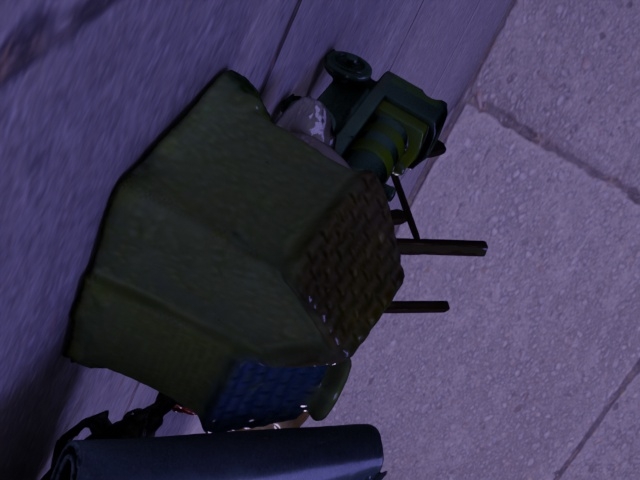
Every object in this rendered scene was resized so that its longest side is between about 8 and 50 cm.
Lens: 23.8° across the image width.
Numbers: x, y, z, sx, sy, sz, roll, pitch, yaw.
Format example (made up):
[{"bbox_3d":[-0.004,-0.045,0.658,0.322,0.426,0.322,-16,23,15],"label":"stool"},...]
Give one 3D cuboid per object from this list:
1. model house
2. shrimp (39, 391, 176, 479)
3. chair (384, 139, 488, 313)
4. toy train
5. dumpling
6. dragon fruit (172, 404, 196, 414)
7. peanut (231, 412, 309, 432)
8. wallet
[{"bbox_3d":[-0.047,0.028,1.075,0.195,0.189,0.214,-50,168,-48],"label":"model house"},{"bbox_3d":[-0.188,0.226,1.223,0.372,0.137,0.172,-50,-148,5],"label":"shrimp"},{"bbox_3d":[0.000,0.000,1.673,0.160,0.319,0.186,116,-38,-48],"label":"chair"},{"bbox_3d":[0.032,-0.097,1.402,0.200,0.132,0.083,-56,173,-52],"label":"toy train"},{"bbox_3d":[-0.042,-0.031,1.268,0.150,0.092,0.176,11,125,-45],"label":"dumpling"},{"bbox_3d":[-0.111,0.169,1.659,0.083,0.106,0.162,-59,177,7],"label":"dragon fruit"},{"bbox_3d":[-0.064,0.162,1.862,0.149,0.149,0.313,-57,174,-27],"label":"peanut"},{"bbox_3d":[-0.109,0.243,1.115,0.251,0.054,0.290,-1,133,-34],"label":"wallet"}]
